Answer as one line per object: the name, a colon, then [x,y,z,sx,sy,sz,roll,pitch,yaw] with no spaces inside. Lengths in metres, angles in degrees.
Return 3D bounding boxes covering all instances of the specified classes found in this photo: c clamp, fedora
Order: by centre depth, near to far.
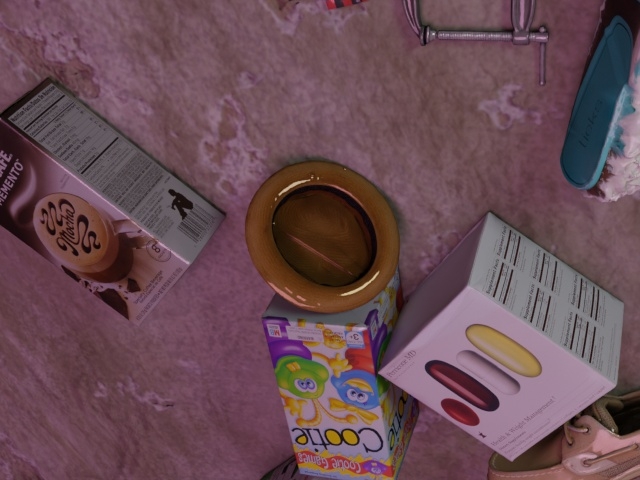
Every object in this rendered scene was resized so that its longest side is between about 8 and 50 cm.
c clamp: [0.160,-0.230,0.957,0.160,0.022,0.137,10,128,15]
fedora: [0.000,0.000,1.131,0.194,0.194,0.079,30,166,0]

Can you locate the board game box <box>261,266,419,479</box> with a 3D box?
board game box: [0.035,0.174,1.228,0.144,0.142,0.275,3,125,21]

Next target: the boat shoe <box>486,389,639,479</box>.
boat shoe: [0.361,0.243,1.169,0.341,0.122,0.110,-21,110,22]

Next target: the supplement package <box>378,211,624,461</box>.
supplement package: [0.216,0.118,1.107,0.203,0.149,0.194,34,130,-5]

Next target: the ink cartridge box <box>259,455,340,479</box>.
ink cartridge box: [-0.028,0.407,1.414,0.092,0.160,0.219,40,128,-9]

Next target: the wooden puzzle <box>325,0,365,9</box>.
wooden puzzle: [0.024,-0.276,0.989,0.083,0.006,0.049,-6,122,26]

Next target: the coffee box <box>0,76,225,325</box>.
coffee box: [-0.301,-0.047,1.218,0.297,0.119,0.168,38,130,-7]

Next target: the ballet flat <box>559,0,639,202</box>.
ballet flat: [0.328,-0.216,0.851,0.147,0.147,0.409,16,132,11]
